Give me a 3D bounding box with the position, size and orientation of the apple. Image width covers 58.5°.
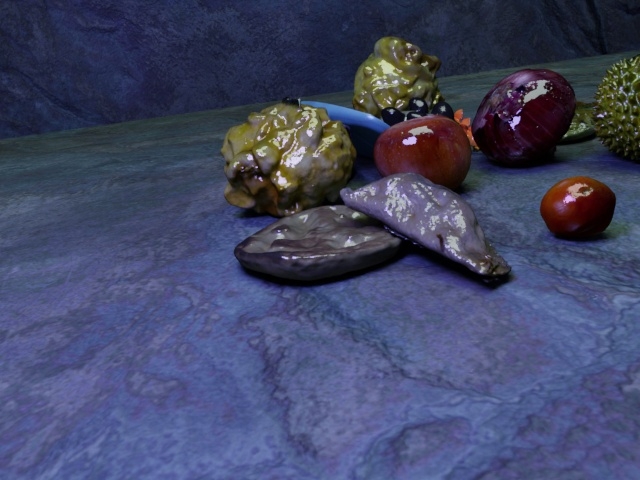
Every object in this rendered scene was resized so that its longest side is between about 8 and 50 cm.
[{"bbox_3d":[0.215,-0.173,1.200,0.201,0.162,0.201,-16,15,5],"label":"apple"}]

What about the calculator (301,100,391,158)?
[{"bbox_3d":[0.099,-0.275,1.462,0.256,0.054,0.386,27,-3,-37],"label":"calculator"}]

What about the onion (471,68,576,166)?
[{"bbox_3d":[0.476,-0.272,1.330,0.252,0.219,0.252,-35,24,19],"label":"onion"}]

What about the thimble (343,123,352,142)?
[{"bbox_3d":[0.017,-0.201,1.341,0.097,0.150,0.150,4,23,18],"label":"thimble"}]

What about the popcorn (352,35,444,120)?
[{"bbox_3d":[0.239,-0.456,1.772,0.312,0.312,0.312,-6,21,2],"label":"popcorn"}]

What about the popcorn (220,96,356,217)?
[{"bbox_3d":[-0.073,-0.162,1.191,0.286,0.215,0.252,-3,58,23],"label":"popcorn"}]

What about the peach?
[{"bbox_3d":[0.404,-0.053,0.895,0.100,0.101,0.101,-6,21,2],"label":"peach"}]

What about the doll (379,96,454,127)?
[{"bbox_3d":[0.241,-0.293,1.490,0.143,0.135,0.234,-21,33,-29],"label":"doll"}]

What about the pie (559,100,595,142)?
[{"bbox_3d":[0.634,-0.330,1.573,0.277,0.078,0.277,-8,20,3],"label":"pie"}]

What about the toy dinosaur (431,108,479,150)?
[{"bbox_3d":[0.338,-0.297,1.529,0.070,0.117,0.288,-24,29,-36],"label":"toy dinosaur"}]

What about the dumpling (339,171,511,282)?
[{"bbox_3d":[0.187,-0.042,0.908,0.166,0.086,0.332,-10,32,-36],"label":"dumpling"}]

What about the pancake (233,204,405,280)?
[{"bbox_3d":[0.000,0.000,0.961,0.294,0.049,0.294,-5,18,2],"label":"pancake"}]

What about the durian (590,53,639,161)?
[{"bbox_3d":[0.721,-0.271,1.219,0.291,0.225,0.291,17,-6,2],"label":"durian"}]
